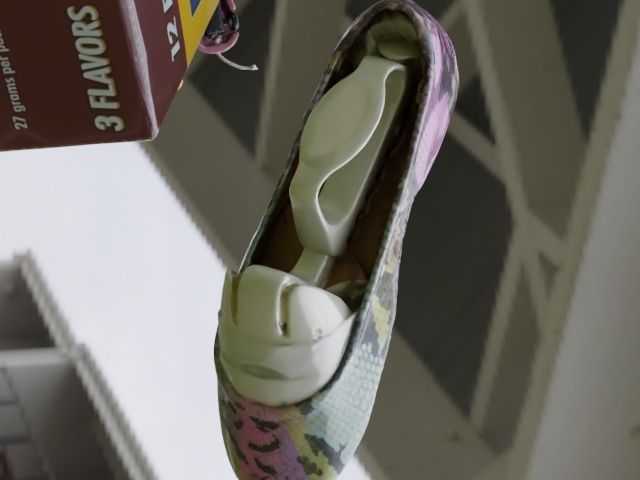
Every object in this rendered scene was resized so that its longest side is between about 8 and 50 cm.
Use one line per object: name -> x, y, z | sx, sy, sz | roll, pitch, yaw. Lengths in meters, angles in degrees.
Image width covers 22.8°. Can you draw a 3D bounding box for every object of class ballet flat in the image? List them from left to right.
ballet flat -> 0.000, 0.000, 0.658 | 0.079, 0.077, 0.221 | 37, 70, -68

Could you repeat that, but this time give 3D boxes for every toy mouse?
toy mouse -> -0.116, -0.175, 1.168 | 0.031, 0.161, 0.143 | -158, -102, -67

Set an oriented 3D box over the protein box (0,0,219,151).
protein box -> -0.135, -0.126, 0.476 | 0.201, 0.199, 0.136 | -76, 160, -58
